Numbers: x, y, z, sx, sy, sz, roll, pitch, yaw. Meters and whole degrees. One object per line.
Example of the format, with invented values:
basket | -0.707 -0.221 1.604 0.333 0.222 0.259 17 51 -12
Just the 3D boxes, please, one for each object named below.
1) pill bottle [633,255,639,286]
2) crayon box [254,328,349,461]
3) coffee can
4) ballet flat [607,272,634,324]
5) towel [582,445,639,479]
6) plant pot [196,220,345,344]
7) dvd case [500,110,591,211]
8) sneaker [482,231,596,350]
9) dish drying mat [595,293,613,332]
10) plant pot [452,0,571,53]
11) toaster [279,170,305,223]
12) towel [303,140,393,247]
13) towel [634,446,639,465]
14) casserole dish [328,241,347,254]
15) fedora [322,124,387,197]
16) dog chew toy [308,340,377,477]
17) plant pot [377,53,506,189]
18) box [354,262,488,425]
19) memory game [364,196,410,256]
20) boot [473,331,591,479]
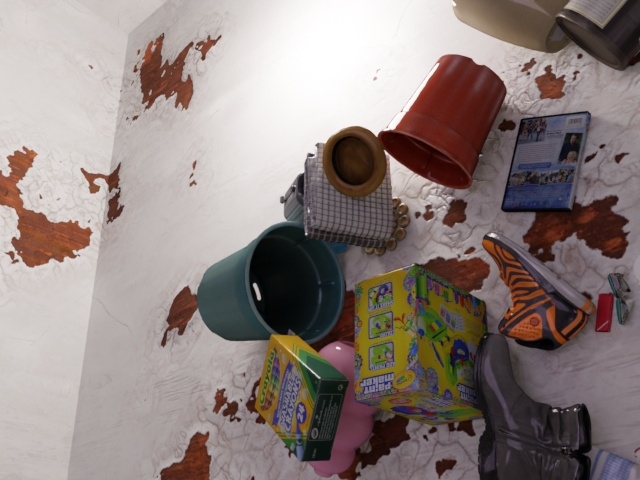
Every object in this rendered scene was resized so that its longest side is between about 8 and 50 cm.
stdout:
pill bottle | 0.659 0.076 1.364 0.087 0.160 0.087 -22 55 37
crayon box | -0.063 0.360 1.726 0.323 0.083 0.203 29 109 59
coffee can | 0.702 -0.556 1.619 0.275 0.202 0.201 -51 43 14
ballet flat | 0.622 0.117 1.475 0.041 0.041 0.114 -24 55 35
towel | 0.514 0.503 1.384 0.285 0.034 0.209 17 81 49
plant pot | -0.166 0.149 2.063 0.334 0.341 0.340 -19 56 48
dvd case | 0.541 -0.187 1.728 0.180 0.022 0.252 2 71 47
sneaker | 0.435 0.119 1.596 0.180 0.125 0.321 -52 42 10
dish drying mat | 0.595 0.151 1.504 0.032 0.008 0.083 -5 67 45
plant pot | 0.521 -0.601 1.823 0.256 0.257 0.274 -49 56 15
toaster | -0.003 -0.108 2.113 0.146 0.227 0.129 -38 44 54
towel | 0.071 -0.122 1.990 0.121 0.235 0.283 121 153 -56
towel | 0.711 0.442 1.190 0.237 0.037 0.328 -35 47 16
casserole dish | 0.000 0.000 2.119 0.188 0.114 0.037 -20 37 39
fedora | 0.100 -0.210 1.909 0.195 0.079 0.194 2 95 25
dog chew toy | 0.050 0.423 1.782 0.207 0.207 0.331 16 89 48
plant pot | 0.328 -0.315 1.849 0.272 0.272 0.265 21 77 49
box | 0.233 0.243 1.611 0.177 0.290 0.279 -21 55 37
memory game | 0.177 -0.042 2.029 0.186 0.012 0.186 -23 54 36
boot | 0.440 0.346 1.466 0.223 0.118 0.337 -15 68 38
